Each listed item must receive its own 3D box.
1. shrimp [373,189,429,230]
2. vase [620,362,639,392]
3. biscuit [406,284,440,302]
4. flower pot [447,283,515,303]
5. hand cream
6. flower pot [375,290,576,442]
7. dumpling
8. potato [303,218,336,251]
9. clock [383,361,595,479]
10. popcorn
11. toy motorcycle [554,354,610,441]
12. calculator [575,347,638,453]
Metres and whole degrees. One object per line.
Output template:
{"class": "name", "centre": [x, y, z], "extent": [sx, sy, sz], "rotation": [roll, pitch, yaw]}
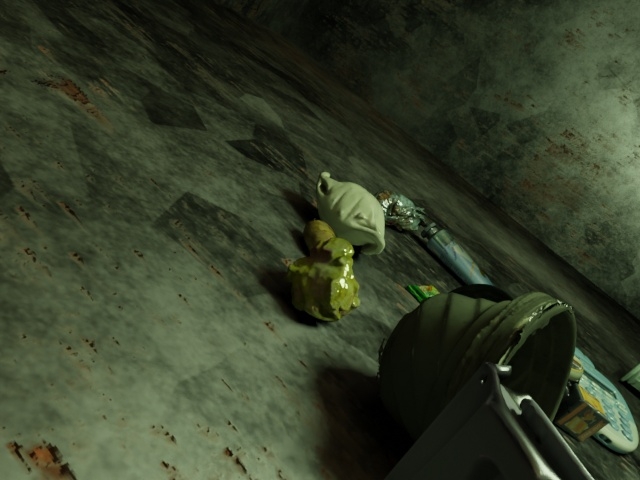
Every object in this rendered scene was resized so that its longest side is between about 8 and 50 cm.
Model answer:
{"class": "shrimp", "centre": [0.191, -0.054, 1.247], "extent": [0.090, 0.079, 0.233], "rotation": [2, -12, 45]}
{"class": "vase", "centre": [0.862, 0.393, 1.295], "extent": [0.143, 0.143, 0.299], "rotation": [7, 39, -55]}
{"class": "biscuit", "centre": [0.191, 0.095, 1.000], "extent": [0.089, 0.016, 0.046], "rotation": [8, 34, -54]}
{"class": "flower pot", "centre": [0.219, 0.151, 0.750], "extent": [0.107, 0.157, 0.157], "rotation": [39, 15, -35]}
{"class": "hand cream", "centre": [0.325, 0.070, 1.236], "extent": [0.271, 0.058, 0.091], "rotation": [50, 17, 22]}
{"class": "flower pot", "centre": [0.151, 0.144, 0.586], "extent": [0.140, 0.235, 0.235], "rotation": [23, 8, 39]}
{"class": "dumpling", "centre": [0.055, -0.032, 0.976], "extent": [0.169, 0.100, 0.134], "rotation": [26, -24, 24]}
{"class": "potato", "centre": [0.000, 0.000, 0.859], "extent": [0.051, 0.040, 0.083], "rotation": [4, 37, -17]}
{"class": "clock", "centre": [0.113, 0.221, 0.342], "extent": [0.083, 0.186, 0.253], "rotation": [18, 26, -31]}
{"class": "popcorn", "centre": [0.008, 0.053, 0.699], "extent": [0.109, 0.089, 0.097], "rotation": [-101, 170, -50]}
{"class": "toy motorcycle", "centre": [0.335, 0.192, 0.918], "extent": [0.263, 0.091, 0.157], "rotation": [36, 24, -9]}
{"class": "calculator", "centre": [0.507, 0.284, 1.070], "extent": [0.188, 0.042, 0.302], "rotation": [37, 20, 3]}
